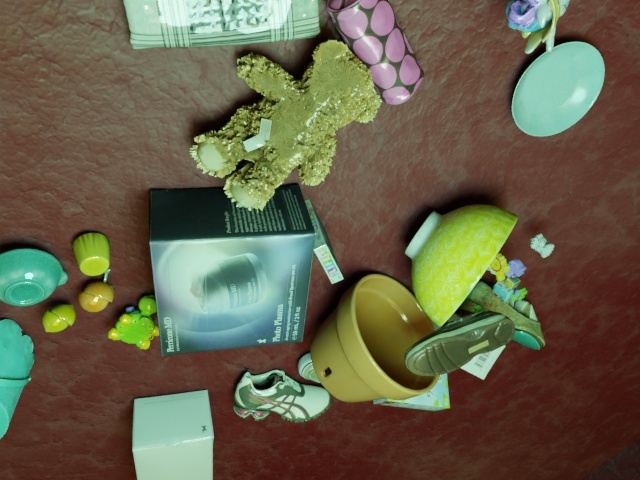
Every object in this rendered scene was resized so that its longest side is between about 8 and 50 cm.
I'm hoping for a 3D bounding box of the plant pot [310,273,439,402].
[{"bbox_3d":[0.114,0.251,1.285,0.290,0.291,0.203,26,134,-32],"label":"plant pot"}]

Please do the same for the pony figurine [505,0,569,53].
[{"bbox_3d":[0.376,-0.499,0.775,0.363,0.303,0.351,-49,135,4],"label":"pony figurine"}]

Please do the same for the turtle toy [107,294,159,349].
[{"bbox_3d":[-0.395,0.174,1.186,0.095,0.066,0.130,29,115,-32],"label":"turtle toy"}]

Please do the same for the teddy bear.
[{"bbox_3d":[-0.063,-0.199,0.949,0.245,0.113,0.338,33,105,-10],"label":"teddy bear"}]

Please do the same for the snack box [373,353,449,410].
[{"bbox_3d":[0.239,0.352,1.446,0.207,0.175,0.070,14,151,-28],"label":"snack box"}]

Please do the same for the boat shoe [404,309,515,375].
[{"bbox_3d":[0.295,0.221,1.205,0.257,0.095,0.095,-14,113,-13],"label":"boat shoe"}]

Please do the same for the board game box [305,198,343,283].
[{"bbox_3d":[0.000,0.000,1.107,0.026,0.154,0.103,-24,130,4],"label":"board game box"}]

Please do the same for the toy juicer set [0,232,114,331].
[{"bbox_3d":[-0.568,0.098,1.062,0.328,0.090,0.209,-13,137,-20],"label":"toy juicer set"}]

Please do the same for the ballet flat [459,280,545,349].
[{"bbox_3d":[0.506,0.198,1.458,0.348,0.123,0.123,26,117,-34],"label":"ballet flat"}]

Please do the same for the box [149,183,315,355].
[{"bbox_3d":[-0.180,0.060,1.086,0.293,0.183,0.296,-3,128,-13],"label":"box"}]

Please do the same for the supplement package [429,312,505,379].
[{"bbox_3d":[0.353,0.252,1.385,0.105,0.179,0.105,30,93,-34],"label":"supplement package"}]

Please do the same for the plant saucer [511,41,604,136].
[{"bbox_3d":[0.462,-0.302,1.080,0.194,0.037,0.195,-9,130,-11],"label":"plant saucer"}]

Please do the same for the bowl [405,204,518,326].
[{"bbox_3d":[0.279,0.026,1.189,0.156,0.289,0.290,35,120,11],"label":"bowl"}]

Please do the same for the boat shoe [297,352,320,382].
[{"bbox_3d":[0.090,0.350,1.455,0.302,0.094,0.109,5,126,-20],"label":"boat shoe"}]

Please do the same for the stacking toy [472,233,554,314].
[{"bbox_3d":[0.435,0.092,1.271,0.166,0.052,0.221,-20,141,-27],"label":"stacking toy"}]

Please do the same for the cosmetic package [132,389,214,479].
[{"bbox_3d":[-0.388,0.581,1.458,0.196,0.155,0.366,-2,128,-16],"label":"cosmetic package"}]

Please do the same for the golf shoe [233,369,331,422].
[{"bbox_3d":[-0.092,0.409,1.446,0.272,0.105,0.120,4,119,-20],"label":"golf shoe"}]

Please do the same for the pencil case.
[{"bbox_3d":[0.101,-0.335,0.916,0.098,0.095,0.209,-52,132,-13],"label":"pencil case"}]

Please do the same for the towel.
[{"bbox_3d":[-0.141,-0.440,0.776,0.312,0.056,0.324,-7,129,-11],"label":"towel"}]

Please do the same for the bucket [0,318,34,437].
[{"bbox_3d":[-0.739,0.286,1.095,0.281,0.183,0.281,-8,129,-10],"label":"bucket"}]
